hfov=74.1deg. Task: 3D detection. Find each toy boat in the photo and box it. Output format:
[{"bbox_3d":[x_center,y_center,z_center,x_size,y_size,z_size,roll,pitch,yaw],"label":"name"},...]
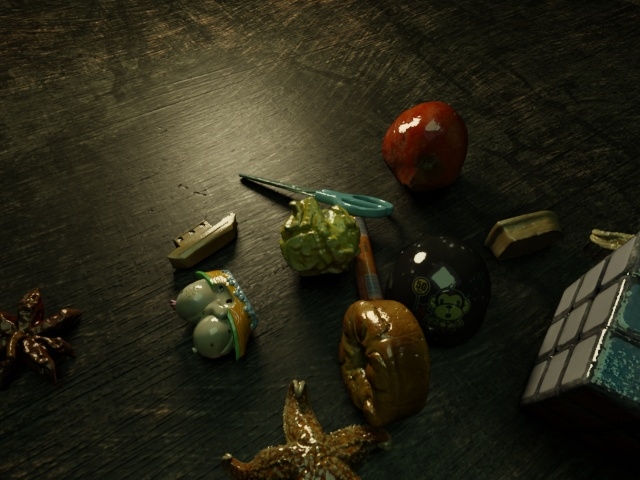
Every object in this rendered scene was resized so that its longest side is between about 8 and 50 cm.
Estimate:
[{"bbox_3d":[-0.285,-0.004,1.040,0.200,0.057,0.077,-36,56,-26],"label":"toy boat"},{"bbox_3d":[0.511,-0.014,1.041,0.188,0.116,0.061,-13,59,-8],"label":"toy boat"}]

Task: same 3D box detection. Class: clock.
[{"bbox_3d":[-0.221,0.156,0.892,0.144,0.103,0.231,-28,57,-19],"label":"clock"}]

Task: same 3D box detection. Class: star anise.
[{"bbox_3d":[-0.590,0.193,0.855,0.212,0.111,0.196,11,46,15],"label":"star anise"}]

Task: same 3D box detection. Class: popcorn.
[{"bbox_3d":[0.000,-0.001,0.975,0.187,0.185,0.167,2,76,-12],"label":"popcorn"}]

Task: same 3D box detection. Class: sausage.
[{"bbox_3d":[0.104,0.056,1.009,0.053,0.053,0.348,-4,53,-5],"label":"sausage"}]

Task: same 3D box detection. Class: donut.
[{"bbox_3d":[0.112,0.219,0.786,0.113,0.227,0.227,-4,53,-16],"label":"donut"}]

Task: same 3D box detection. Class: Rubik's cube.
[{"bbox_3d":[0.576,0.217,0.722,0.305,0.304,0.301,28,70,16],"label":"Rubik's cube"}]

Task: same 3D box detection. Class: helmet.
[{"bbox_3d":[0.270,0.079,0.934,0.230,0.161,0.279,15,55,11],"label":"helmet"}]

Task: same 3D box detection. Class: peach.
[{"bbox_3d":[0.274,-0.236,1.136,0.232,0.233,0.257,27,58,17],"label":"peach"}]

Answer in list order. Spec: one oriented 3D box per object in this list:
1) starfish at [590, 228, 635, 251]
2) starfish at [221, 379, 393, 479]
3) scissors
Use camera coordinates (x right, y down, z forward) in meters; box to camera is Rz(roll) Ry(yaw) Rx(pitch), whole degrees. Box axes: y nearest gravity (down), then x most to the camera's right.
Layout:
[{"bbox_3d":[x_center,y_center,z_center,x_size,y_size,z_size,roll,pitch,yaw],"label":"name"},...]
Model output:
[{"bbox_3d":[0.818,0.157,0.944,0.431,0.083,0.324,20,65,15],"label":"starfish"},{"bbox_3d":[-0.020,0.383,0.702,0.311,0.113,0.303,11,28,16],"label":"starfish"},{"bbox_3d":[-0.030,-0.128,1.124,0.446,0.029,0.192,16,17,20],"label":"scissors"}]
